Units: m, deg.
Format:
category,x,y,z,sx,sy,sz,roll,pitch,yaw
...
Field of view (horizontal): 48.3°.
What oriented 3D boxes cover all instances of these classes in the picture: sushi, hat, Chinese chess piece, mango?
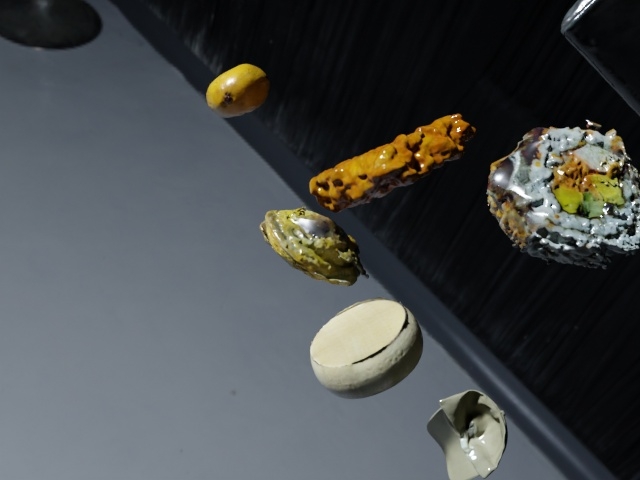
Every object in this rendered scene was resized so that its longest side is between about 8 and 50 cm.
category,x,y,z,sx,sy,sz,roll,pitch,yaw
sushi,0.625,-0.104,1.769,0.417,0.176,0.417,1,59,-2
hat,0.303,0.397,1.452,0.144,0.173,0.166,-25,70,-3
Chinese chess piece,0.098,0.230,1.543,0.249,0.103,0.250,-22,22,9
mango,-0.220,-0.404,1.931,0.177,0.120,0.295,-26,16,6

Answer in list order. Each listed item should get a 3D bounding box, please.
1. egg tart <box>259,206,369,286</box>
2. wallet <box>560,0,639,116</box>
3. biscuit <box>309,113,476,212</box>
category,x,y,z,sx,sy,sz,roll,pitch,yaw
egg tart,0.000,0.000,1.715,0.297,0.132,0.297,34,13,-9
wallet,0.519,-0.217,0.917,0.406,0.228,0.062,41,16,-15
biscuit,0.154,-0.165,1.594,0.312,0.318,0.110,-29,95,-36
